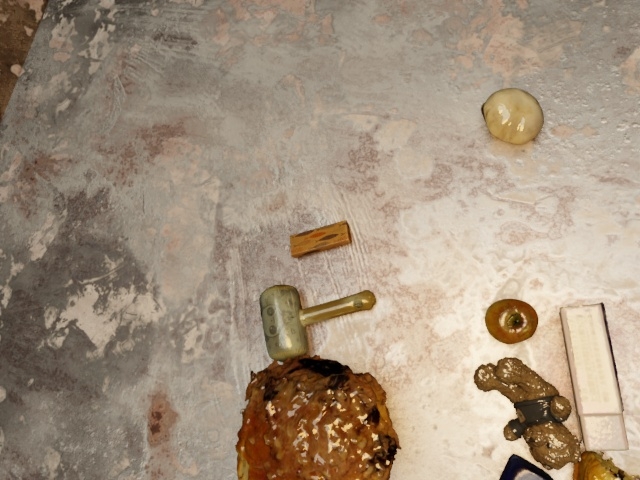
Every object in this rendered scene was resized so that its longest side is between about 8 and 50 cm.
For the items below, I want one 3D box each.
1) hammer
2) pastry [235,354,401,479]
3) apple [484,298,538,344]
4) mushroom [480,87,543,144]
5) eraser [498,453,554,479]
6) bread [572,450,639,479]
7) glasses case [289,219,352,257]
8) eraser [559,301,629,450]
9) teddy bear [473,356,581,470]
[{"bbox_3d":[-0.003,0.192,1.329,0.305,0.113,0.202,-14,75,7],"label":"hammer"},{"bbox_3d":[-0.024,0.425,1.165,0.405,0.292,0.338,-31,68,27],"label":"pastry"},{"bbox_3d":[0.434,0.181,1.168,0.114,0.102,0.099,-24,82,5],"label":"apple"},{"bbox_3d":[0.474,-0.303,1.272,0.154,0.123,0.154,8,58,-14],"label":"mushroom"},{"bbox_3d":[0.369,0.616,1.049,0.101,0.155,0.332,26,85,21],"label":"eraser"},{"bbox_3d":[0.606,0.539,0.982,0.260,0.160,0.147,36,96,18],"label":"bread"},{"bbox_3d":[0.000,0.000,1.401,0.169,0.041,0.065,-16,60,16],"label":"glasses case"},{"bbox_3d":[0.570,0.282,1.075,0.086,0.130,0.288,-9,74,20],"label":"eraser"},{"bbox_3d":[0.461,0.357,1.101,0.129,0.182,0.252,-16,65,-23],"label":"teddy bear"}]
